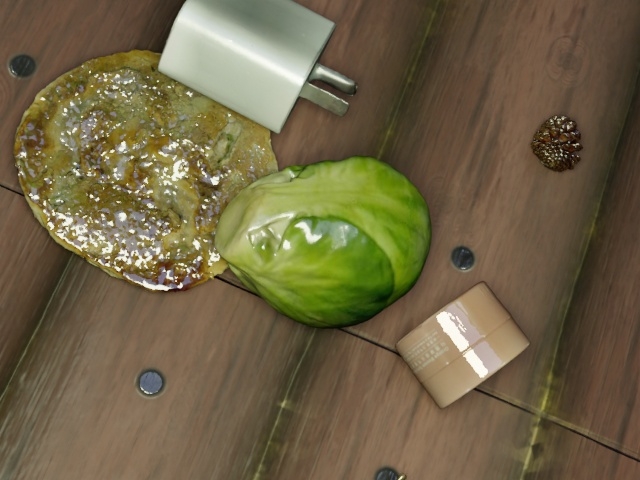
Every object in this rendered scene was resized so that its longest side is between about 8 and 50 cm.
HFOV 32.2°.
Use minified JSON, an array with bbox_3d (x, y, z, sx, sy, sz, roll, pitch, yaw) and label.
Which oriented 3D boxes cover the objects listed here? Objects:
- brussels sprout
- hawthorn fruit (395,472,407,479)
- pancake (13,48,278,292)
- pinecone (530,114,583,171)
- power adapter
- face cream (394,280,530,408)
[{"bbox_3d":[0.000,0.000,1.411,0.271,0.219,0.210,12,65,-26],"label":"brussels sprout"},{"bbox_3d":[0.051,0.416,1.331,0.165,0.165,0.286,9,65,-10],"label":"hawthorn fruit"},{"bbox_3d":[-0.222,-0.100,1.481,0.356,0.065,0.356,4,73,-12],"label":"pancake"},{"bbox_3d":[0.347,-0.143,1.618,0.077,0.077,0.083,23,69,-4],"label":"pinecone"},{"bbox_3d":[-0.070,-0.248,1.507,0.255,0.124,0.187,28,39,-4],"label":"power adapter"},{"bbox_3d":[0.185,0.136,1.447,0.149,0.149,0.104,-33,81,-20],"label":"face cream"}]
